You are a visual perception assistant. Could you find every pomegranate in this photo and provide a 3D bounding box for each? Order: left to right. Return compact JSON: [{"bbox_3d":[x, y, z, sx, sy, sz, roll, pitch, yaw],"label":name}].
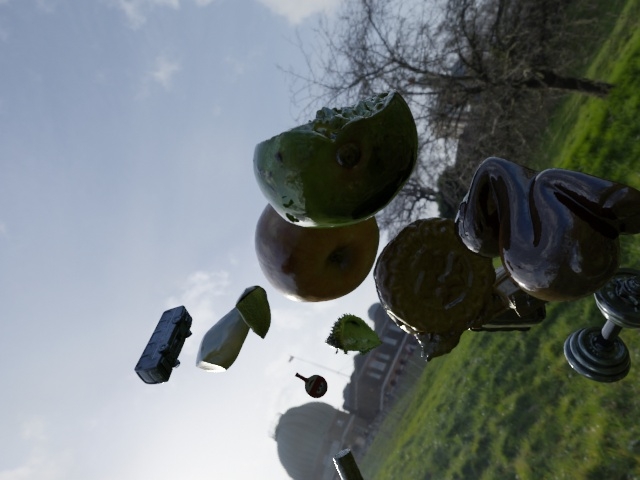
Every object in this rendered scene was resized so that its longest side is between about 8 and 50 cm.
[{"bbox_3d":[0.034,-0.140,0.883,0.358,0.309,0.216,-140,25,-81],"label":"pomegranate"}]

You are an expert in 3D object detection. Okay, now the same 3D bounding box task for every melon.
[{"bbox_3d":[-0.155,0.178,1.122,0.079,0.128,0.160,-32,-5,-12],"label":"melon"}]

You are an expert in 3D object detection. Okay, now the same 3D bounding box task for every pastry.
[{"bbox_3d":[0.223,0.074,0.879,0.240,0.235,0.132,-34,-4,-7],"label":"pastry"}]

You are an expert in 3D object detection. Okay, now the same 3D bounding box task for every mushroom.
[{"bbox_3d":[-0.236,0.236,1.213,0.103,0.118,0.270,42,-130,-13],"label":"mushroom"}]

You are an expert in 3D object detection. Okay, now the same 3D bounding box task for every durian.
[{"bbox_3d":[0.070,0.230,1.079,0.215,0.100,0.086,8,-70,-52],"label":"durian"}]

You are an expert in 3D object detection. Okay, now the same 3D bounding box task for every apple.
[{"bbox_3d":[0.000,0.000,1.416,0.400,0.333,0.400,-15,-68,-40],"label":"apple"}]

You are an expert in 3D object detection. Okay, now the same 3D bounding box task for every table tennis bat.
[{"bbox_3d":[-0.041,0.613,1.935,0.098,0.154,0.019,-57,-13,-24],"label":"table tennis bat"}]

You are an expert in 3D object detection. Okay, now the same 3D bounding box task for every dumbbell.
[{"bbox_3d":[0.806,0.240,1.242,0.179,0.179,0.406,-57,-28,-38],"label":"dumbbell"}]

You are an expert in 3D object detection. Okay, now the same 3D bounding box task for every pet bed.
[{"bbox_3d":[0.550,0.186,1.376,0.159,0.210,0.183,99,169,-72],"label":"pet bed"}]

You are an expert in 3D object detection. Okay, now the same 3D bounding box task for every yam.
[{"bbox_3d":[0.101,0.770,1.467,0.169,0.068,0.068,64,-154,5],"label":"yam"}]

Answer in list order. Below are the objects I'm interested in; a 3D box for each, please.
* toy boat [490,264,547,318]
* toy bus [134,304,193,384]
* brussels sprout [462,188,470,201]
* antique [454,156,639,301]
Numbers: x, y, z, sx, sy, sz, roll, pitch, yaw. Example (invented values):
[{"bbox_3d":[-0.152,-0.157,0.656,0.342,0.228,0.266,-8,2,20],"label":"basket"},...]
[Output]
[{"bbox_3d":[0.448,0.088,0.974,0.089,0.321,0.121,52,-166,-16],"label":"toy boat"},{"bbox_3d":[-0.286,0.191,0.835,0.166,0.065,0.047,-85,-25,-59],"label":"toy bus"},{"bbox_3d":[0.387,-0.086,0.978,0.122,0.149,0.152,67,-159,-64],"label":"brussels sprout"},{"bbox_3d":[0.266,-0.014,0.578,0.121,0.257,0.143,30,-84,-26],"label":"antique"}]
